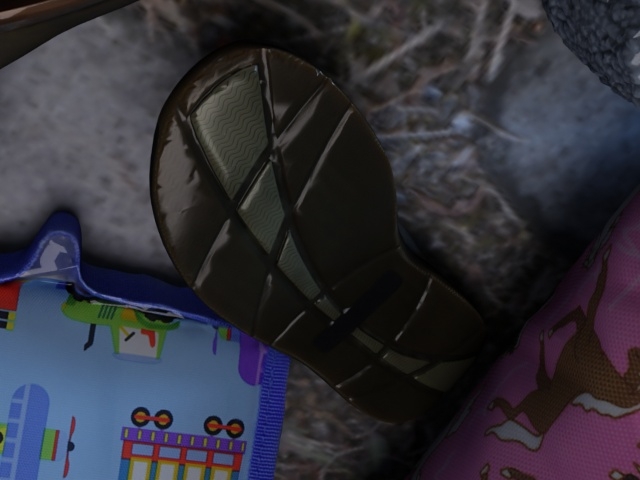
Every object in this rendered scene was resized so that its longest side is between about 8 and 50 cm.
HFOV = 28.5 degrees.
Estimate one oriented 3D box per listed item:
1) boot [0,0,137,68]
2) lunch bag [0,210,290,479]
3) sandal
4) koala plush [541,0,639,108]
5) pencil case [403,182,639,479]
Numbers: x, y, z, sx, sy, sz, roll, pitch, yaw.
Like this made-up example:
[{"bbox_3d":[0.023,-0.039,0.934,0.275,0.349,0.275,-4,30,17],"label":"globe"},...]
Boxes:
[{"bbox_3d":[-0.136,-0.067,0.447,0.219,0.082,0.106,-13,149,2],"label":"boot"},{"bbox_3d":[-0.140,0.131,0.530,0.220,0.138,0.293,10,102,-14],"label":"lunch bag"},{"bbox_3d":[0.000,0.000,0.504,0.090,0.060,0.219,-42,137,4],"label":"sandal"},{"bbox_3d":[0.149,-0.110,0.323,0.203,0.221,0.196,-23,125,13],"label":"koala plush"},{"bbox_3d":[0.111,0.128,0.532,0.160,0.167,0.386,40,124,9],"label":"pencil case"}]
